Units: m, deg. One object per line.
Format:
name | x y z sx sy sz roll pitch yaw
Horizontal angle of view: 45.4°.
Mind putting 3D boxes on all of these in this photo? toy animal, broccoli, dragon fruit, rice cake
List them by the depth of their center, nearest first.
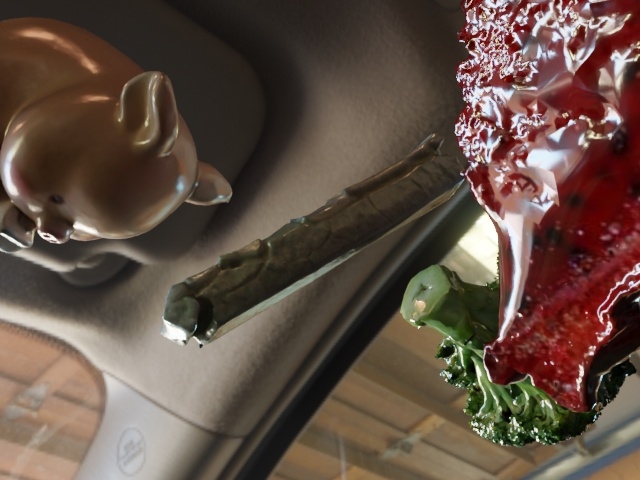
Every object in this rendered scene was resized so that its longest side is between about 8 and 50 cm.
dragon fruit | 0.246 -0.050 0.509 0.286 0.228 0.329 -6 -78 -43
toy animal | -0.247 -0.092 0.708 0.213 0.256 0.195 -47 -17 -10
rice cake | 0.000 0.000 0.714 0.336 0.063 0.066 -32 -13 -26
broccoli | 0.208 0.106 0.895 0.269 0.254 0.269 11 -25 5
